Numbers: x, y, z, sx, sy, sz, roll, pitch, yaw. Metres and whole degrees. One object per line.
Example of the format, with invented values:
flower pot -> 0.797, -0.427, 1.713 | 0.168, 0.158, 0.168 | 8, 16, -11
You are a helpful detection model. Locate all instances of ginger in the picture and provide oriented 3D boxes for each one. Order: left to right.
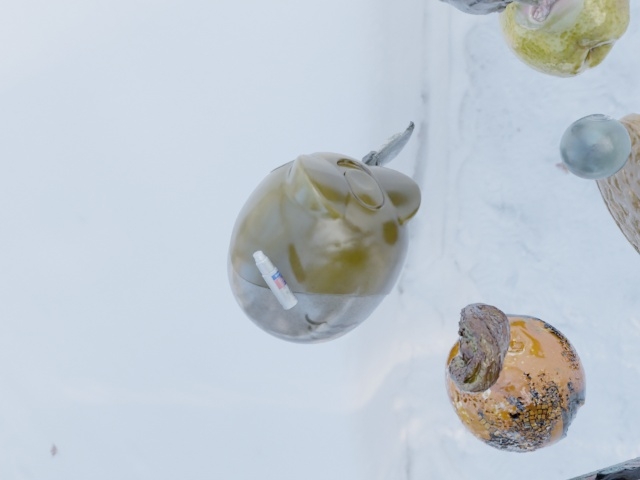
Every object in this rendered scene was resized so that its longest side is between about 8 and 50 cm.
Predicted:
ginger -> 0.264, -0.439, 1.128 | 0.166, 0.333, 0.080 | 12, 112, -6

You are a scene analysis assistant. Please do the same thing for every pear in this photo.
pear -> 0.501, -0.471, 1.327 | 0.271, 0.271, 0.271 | 18, 120, 34

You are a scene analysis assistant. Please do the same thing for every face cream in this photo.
face cream -> -0.093, 0.078, 1.292 | 0.034, 0.034, 0.130 | -18, 111, 44

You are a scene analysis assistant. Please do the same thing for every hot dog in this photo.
hot dog -> 0.191, 0.129, 0.773 | 0.065, 0.147, 0.099 | 14, 103, 21

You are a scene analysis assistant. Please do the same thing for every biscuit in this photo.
biscuit -> 0.732, -0.083, 1.447 | 0.385, 0.062, 0.365 | 61, 179, 9

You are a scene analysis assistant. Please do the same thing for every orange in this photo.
orange -> 0.320, 0.229, 1.074 | 0.234, 0.234, 0.182 | 23, 148, 32

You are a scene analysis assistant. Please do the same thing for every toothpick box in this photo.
toothpick box -> 0.000, 0.000, 1.529 | 0.409, 0.409, 0.425 | 46, 128, 15

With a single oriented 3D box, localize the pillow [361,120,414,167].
pillow -> 0.162, -0.224, 1.743 | 0.059, 0.255, 0.169 | 47, 137, 2

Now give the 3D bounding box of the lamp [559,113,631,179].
lamp -> 0.431, -0.147, 1.014 | 0.105, 0.105, 0.105 | 18, 120, 34

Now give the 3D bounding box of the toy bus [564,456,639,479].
toy bus -> 0.298, 0.364, 0.827 | 0.092, 0.409, 0.093 | 82, 172, -75
